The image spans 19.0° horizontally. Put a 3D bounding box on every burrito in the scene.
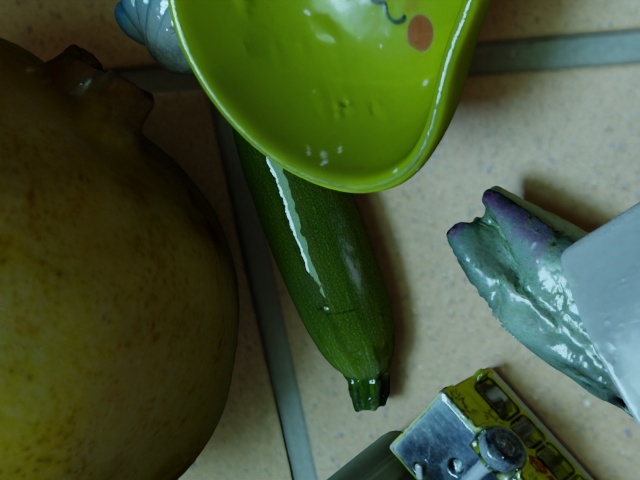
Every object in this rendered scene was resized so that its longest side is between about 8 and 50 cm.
[{"bbox_3d":[0.207,0.071,1.162,0.309,0.066,0.096,33,120,22],"label":"burrito"}]

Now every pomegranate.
[{"bbox_3d":[-0.250,0.029,1.302,0.417,0.416,0.416,15,116,33],"label":"pomegranate"}]

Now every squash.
[{"bbox_3d":[0.000,0.000,1.292,0.066,0.066,0.252,-16,99,40],"label":"squash"}]

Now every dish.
[{"bbox_3d":[0.031,-0.170,1.173,0.221,0.108,0.262,40,129,18],"label":"dish"}]

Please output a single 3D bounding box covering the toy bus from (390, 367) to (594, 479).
[{"bbox_3d":[0.150,0.189,1.247,0.226,0.074,0.081,47,130,13],"label":"toy bus"}]

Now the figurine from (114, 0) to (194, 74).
[{"bbox_3d":[-0.079,-0.159,1.287,0.114,0.079,0.114,8,121,15],"label":"figurine"}]

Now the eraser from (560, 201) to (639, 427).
[{"bbox_3d":[0.282,0.013,1.024,0.270,0.095,0.174,-34,76,26],"label":"eraser"}]

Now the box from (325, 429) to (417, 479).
[{"bbox_3d":[0.057,0.376,1.329,0.344,0.177,0.352,45,128,13],"label":"box"}]
